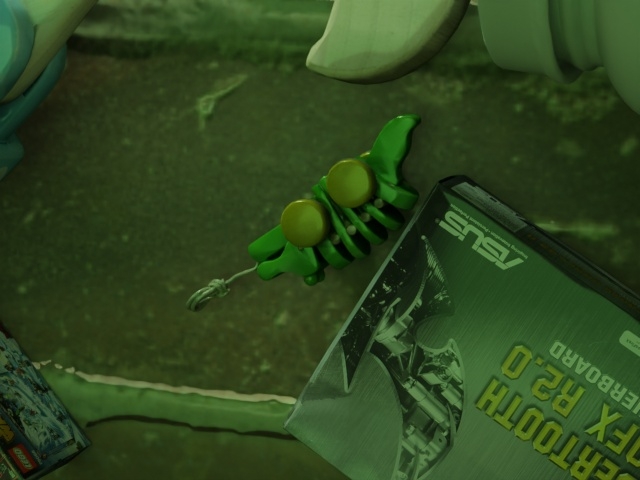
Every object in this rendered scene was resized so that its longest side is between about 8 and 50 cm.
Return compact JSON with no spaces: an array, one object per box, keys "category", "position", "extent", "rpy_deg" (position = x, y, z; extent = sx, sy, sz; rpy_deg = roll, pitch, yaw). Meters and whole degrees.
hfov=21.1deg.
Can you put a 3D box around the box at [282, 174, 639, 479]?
[{"category":"box","position":[0.120,0.099,1.000],"extent":[0.231,0.056,0.183],"rpy_deg":[36,107,11]}]

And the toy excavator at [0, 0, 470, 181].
[{"category":"toy excavator","position":[-0.197,-0.145,0.964],"extent":[0.433,0.222,0.445],"rpy_deg":[44,100,6]}]

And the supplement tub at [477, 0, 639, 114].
[{"category":"supplement tub","position":[0.250,-0.153,0.724],"extent":[0.331,0.241,0.241],"rpy_deg":[9,100,17]}]

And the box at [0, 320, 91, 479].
[{"category":"box","position":[-0.215,0.094,1.095],"extent":[0.027,0.094,0.137],"rpy_deg":[-39,83,19]}]

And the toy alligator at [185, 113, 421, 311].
[{"category":"toy alligator","position":[0.000,0.000,1.027],"extent":[0.190,0.056,0.051],"rpy_deg":[-41,83,19]}]
